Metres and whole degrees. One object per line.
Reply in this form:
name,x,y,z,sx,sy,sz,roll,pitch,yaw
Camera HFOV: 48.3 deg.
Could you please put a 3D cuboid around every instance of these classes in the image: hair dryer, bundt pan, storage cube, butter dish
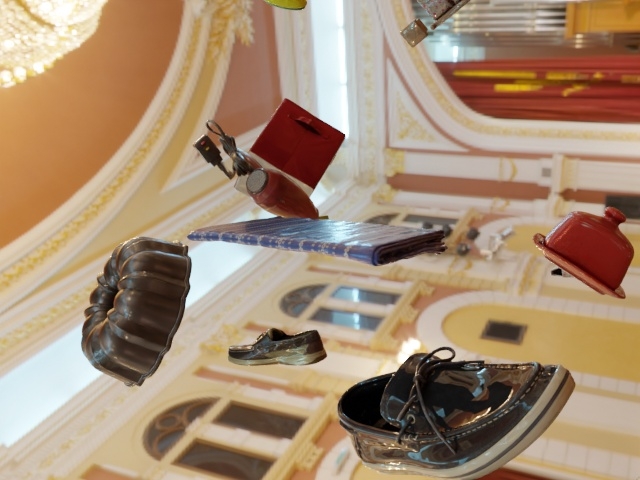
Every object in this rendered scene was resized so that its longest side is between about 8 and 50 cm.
hair dryer,-0.112,-0.135,1.403,0.293,0.080,0.223,43,-165,-12
bundt pan,-0.404,0.135,1.509,0.124,0.331,0.331,23,-108,-29
storage cube,-0.078,-0.193,1.774,0.193,0.184,0.215,-61,4,-32
butter dish,0.425,0.002,1.105,0.118,0.160,0.160,-58,-15,16

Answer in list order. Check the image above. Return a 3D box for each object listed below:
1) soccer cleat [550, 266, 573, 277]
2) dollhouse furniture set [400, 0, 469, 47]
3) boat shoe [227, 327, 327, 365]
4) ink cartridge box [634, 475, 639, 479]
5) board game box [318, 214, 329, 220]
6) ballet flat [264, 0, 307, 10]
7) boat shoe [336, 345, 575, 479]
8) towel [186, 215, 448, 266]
soccer cleat,0.464,0.057,1.316,0.036,0.083,0.029,-11,-85,-38
dollhouse furniture set,0.178,-0.559,1.367,0.303,0.355,0.174,46,-133,-10
boat shoe,-0.092,0.212,1.452,0.080,0.223,0.073,-16,-80,-62
ink cartridge box,0.840,0.575,1.511,0.272,0.309,0.130,-54,16,22
board game box,-0.067,-0.035,2.004,0.181,0.092,0.043,-9,-94,-46
ballet flat,-0.142,-0.661,1.853,0.077,0.231,0.077,94,-158,-46
boat shoe,0.180,0.264,1.124,0.156,0.500,0.187,50,-123,-4
towel,0.000,0.000,1.102,0.243,0.336,0.040,-11,-76,-56
